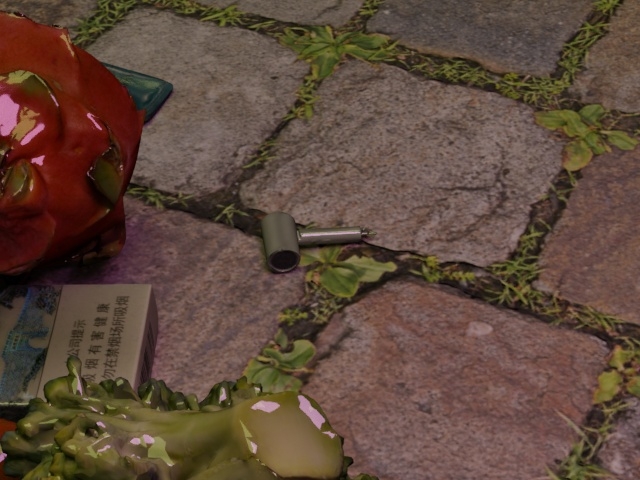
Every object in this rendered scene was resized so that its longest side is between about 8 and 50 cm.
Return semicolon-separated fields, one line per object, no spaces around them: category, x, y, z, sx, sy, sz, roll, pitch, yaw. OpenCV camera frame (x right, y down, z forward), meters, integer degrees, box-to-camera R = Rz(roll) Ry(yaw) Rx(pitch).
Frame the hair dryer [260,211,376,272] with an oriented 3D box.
hair dryer;0.000;0.000;1.717;0.124;0.038;0.063;-3;45;-8

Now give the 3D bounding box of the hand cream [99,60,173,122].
hand cream;-0.295;-0.197;1.943;0.224;0.048;0.083;17;45;15

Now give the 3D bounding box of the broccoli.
broccoli;-0.100;0.237;1.290;0.324;0.272;0.334;-10;54;-6

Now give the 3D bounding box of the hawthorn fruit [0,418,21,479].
hawthorn fruit;-0.294;0.241;1.391;0.189;0.189;0.189;-3;44;2

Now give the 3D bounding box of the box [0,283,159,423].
box;-0.299;0.122;1.585;0.257;0.069;0.164;-1;44;4

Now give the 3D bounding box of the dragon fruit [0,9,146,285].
dragon fruit;-0.337;-0.062;1.621;0.306;0.305;0.225;1;48;6
